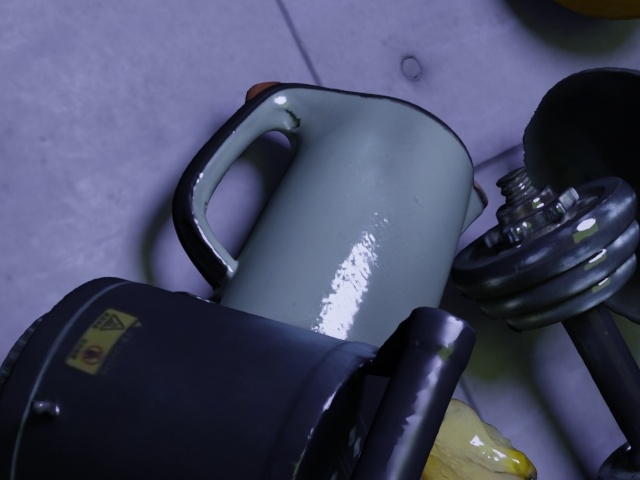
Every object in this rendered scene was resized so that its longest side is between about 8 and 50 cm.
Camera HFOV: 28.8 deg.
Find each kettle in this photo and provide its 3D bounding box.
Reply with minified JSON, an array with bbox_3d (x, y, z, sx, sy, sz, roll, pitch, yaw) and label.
[{"bbox_3d":[0.000,0.000,0.986,0.240,0.165,0.255,31,59,-10],"label":"kettle"}]

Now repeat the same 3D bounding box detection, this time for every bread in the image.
[{"bbox_3d":[0.110,0.238,1.009,0.174,0.251,0.133,17,111,-30],"label":"bread"}]

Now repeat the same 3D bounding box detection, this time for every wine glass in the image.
[{"bbox_3d":[0.416,-0.123,1.226,0.406,0.267,0.267,-35,96,-34],"label":"wine glass"}]

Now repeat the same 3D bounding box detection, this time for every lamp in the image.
[{"bbox_3d":[-0.086,0.137,0.811,0.272,0.374,0.205,22,64,3],"label":"lamp"}]

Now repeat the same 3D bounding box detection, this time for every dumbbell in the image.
[{"bbox_3d":[0.262,0.118,1.103,0.179,0.179,0.406,-33,98,-35],"label":"dumbbell"}]

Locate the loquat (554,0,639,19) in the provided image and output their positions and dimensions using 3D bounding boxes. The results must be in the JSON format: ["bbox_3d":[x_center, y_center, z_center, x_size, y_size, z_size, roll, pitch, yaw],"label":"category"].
[{"bbox_3d":[0.312,-0.350,1.234,0.275,0.275,0.274,10,71,-31],"label":"loquat"}]
